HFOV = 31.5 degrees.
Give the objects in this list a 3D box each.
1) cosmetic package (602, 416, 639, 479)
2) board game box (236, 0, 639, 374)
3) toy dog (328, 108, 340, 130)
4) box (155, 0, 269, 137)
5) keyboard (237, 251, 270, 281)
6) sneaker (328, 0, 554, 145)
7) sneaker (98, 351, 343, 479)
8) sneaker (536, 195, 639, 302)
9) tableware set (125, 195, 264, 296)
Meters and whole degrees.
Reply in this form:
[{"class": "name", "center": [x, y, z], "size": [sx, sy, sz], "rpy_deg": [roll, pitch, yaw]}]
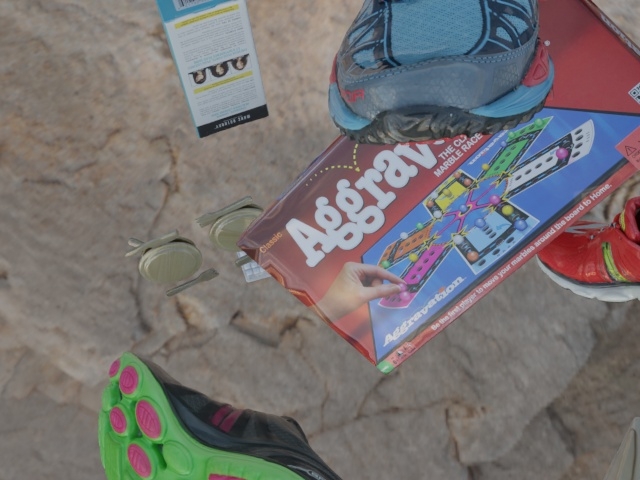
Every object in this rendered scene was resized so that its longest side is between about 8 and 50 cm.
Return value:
[{"class": "cosmetic package", "center": [0.305, 0.297, 1.068], "size": [0.113, 0.309, 0.160], "rpy_deg": [24, 105, 14]}, {"class": "board game box", "center": [0.085, -0.039, 0.732], "size": [0.145, 0.027, 0.281], "rpy_deg": [42, 120, -8]}, {"class": "toy dog", "center": [0.196, -0.173, 1.471], "size": [0.333, 0.161, 0.220], "rpy_deg": [-37, 63, 12]}, {"class": "box", "center": [-0.132, -0.229, 1.409], "size": [0.100, 0.244, 0.060], "rpy_deg": [-19, 62, -6]}, {"class": "keyboard", "center": [0.000, 0.000, 1.734], "size": [0.256, 0.014, 0.072], "rpy_deg": [-16, 123, 2]}, {"class": "sneaker", "center": [0.054, -0.144, 0.528], "size": [0.104, 0.262, 0.125], "rpy_deg": [-3, 127, 19]}, {"class": "sneaker", "center": [-0.139, 0.308, 1.577], "size": [0.483, 0.202, 0.185], "rpy_deg": [30, 104, 37]}, {"class": "sneaker", "center": [0.345, 0.000, 1.236], "size": [0.107, 0.279, 0.118], "rpy_deg": [-43, 121, -25]}, {"class": "tableware set", "center": [-0.155, -0.002, 1.514], "size": [0.194, 0.039, 0.128], "rpy_deg": [-24, 143, 10]}]
